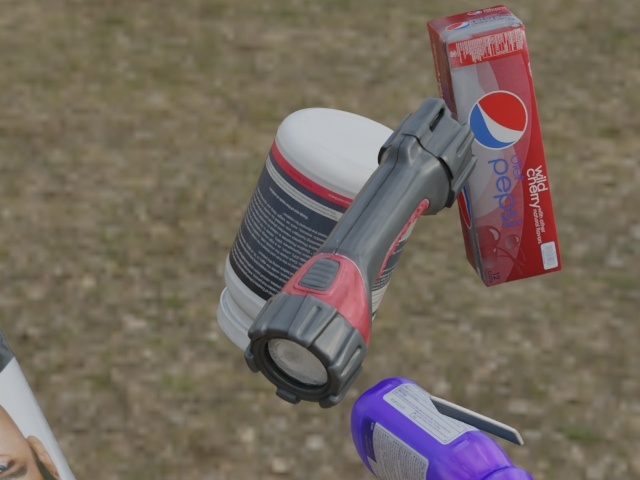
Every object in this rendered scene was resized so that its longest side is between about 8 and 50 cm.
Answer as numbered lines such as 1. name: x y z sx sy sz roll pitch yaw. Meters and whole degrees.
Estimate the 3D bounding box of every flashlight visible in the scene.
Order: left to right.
1. flashlight: 0.046 0.011 1.698 0.103 0.103 0.304 -36 14 51

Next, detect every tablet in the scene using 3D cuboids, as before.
1. tablet: 0.137 0.158 1.681 0.083 0.006 0.054 20 -13 20

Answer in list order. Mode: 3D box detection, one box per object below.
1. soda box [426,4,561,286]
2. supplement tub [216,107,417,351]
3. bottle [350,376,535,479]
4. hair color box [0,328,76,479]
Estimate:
1. soda box: 0.174 -0.094 1.907 0.083 0.263 0.092 -12 20 -4
2. supplement tub: 0.000 0.000 2.244 0.191 0.272 0.191 19 25 -9
3. bottle: 0.142 0.243 1.955 0.092 0.118 0.283 -31 35 -20
4. hair color box: -0.367 0.179 1.789 0.185 0.374 0.113 -19 -17 -32
